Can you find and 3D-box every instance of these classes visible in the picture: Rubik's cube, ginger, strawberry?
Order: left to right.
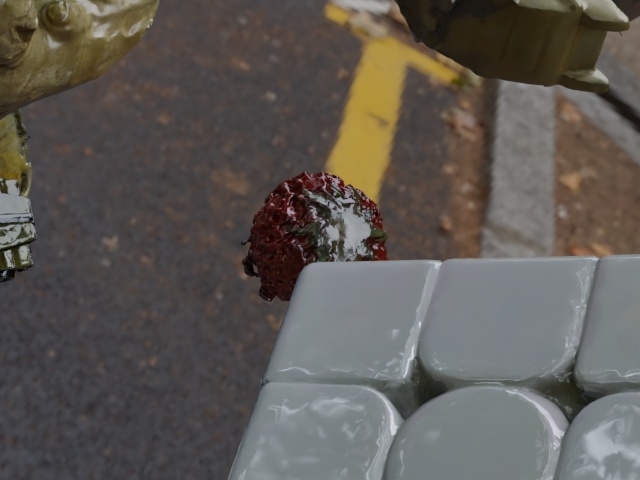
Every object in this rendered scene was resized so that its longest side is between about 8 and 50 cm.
[{"bbox_3d":[-0.332,-0.162,1.590,0.122,0.363,0.348,56,31,14],"label":"ginger"},{"bbox_3d":[0.000,0.000,1.568,0.145,0.086,0.145,5,80,-31],"label":"strawberry"},{"bbox_3d":[0.125,0.204,0.924,0.291,0.291,0.290,-2,48,27],"label":"Rubik's cube"}]

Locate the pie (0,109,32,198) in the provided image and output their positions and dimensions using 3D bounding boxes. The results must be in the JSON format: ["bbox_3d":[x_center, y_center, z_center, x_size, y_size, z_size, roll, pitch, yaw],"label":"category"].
[{"bbox_3d":[-0.469,-0.074,2.124,0.055,0.274,0.274,16,22,22],"label":"pie"}]

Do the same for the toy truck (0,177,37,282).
[{"bbox_3d":[-0.426,-0.011,1.739,0.257,0.127,0.127,-5,80,-43],"label":"toy truck"}]

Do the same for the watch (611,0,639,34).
[{"bbox_3d":[0.334,-0.359,1.581,0.327,0.314,0.335,-81,150,-54],"label":"watch"}]

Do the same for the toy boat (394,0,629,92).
[{"bbox_3d":[0.075,-0.279,1.180,0.162,0.136,0.445,-20,60,-21],"label":"toy boat"}]
